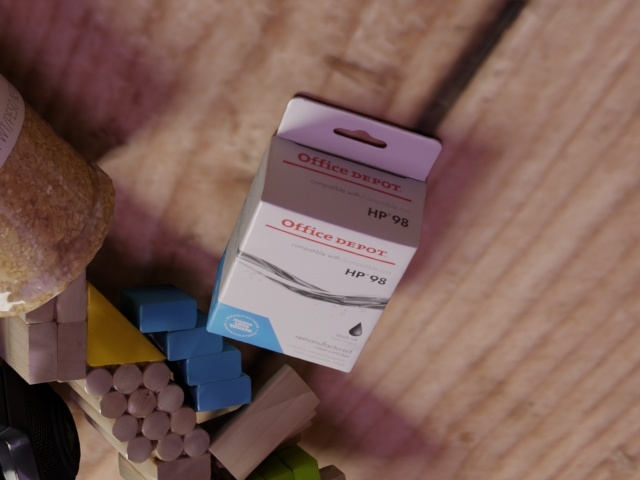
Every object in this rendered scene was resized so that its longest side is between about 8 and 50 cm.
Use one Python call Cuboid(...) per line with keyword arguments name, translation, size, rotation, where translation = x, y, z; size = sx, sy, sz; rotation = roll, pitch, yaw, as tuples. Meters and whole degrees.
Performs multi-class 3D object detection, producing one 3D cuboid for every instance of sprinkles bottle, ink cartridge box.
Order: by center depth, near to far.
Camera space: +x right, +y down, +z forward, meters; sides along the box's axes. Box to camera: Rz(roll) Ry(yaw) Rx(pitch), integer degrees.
Cuboid(name="sprinkles bottle", translation=(-0.270, -0.100, 1.005), size=(0.121, 0.121, 0.355), rotation=(-18, 133, 30))
Cuboid(name="ink cartridge box", translation=(0.000, 0.000, 1.112), size=(0.104, 0.060, 0.180), rotation=(17, 140, -7))

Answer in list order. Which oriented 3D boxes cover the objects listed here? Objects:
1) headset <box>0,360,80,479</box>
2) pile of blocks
Cuboid(name="headset", translation=(-0.267, 0.203, 1.293), size=(0.243, 0.185, 0.394), rotation=(-29, 147, 26))
Cuboid(name="pile of blocks", translation=(-0.103, 0.115, 1.257), size=(0.362, 0.149, 0.112), rotation=(54, 167, -29))
